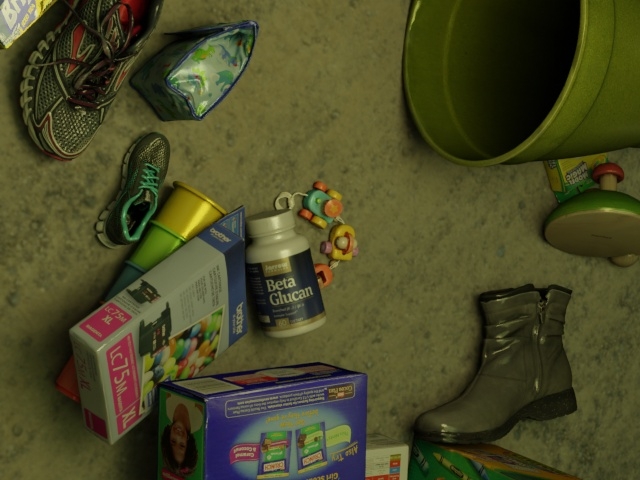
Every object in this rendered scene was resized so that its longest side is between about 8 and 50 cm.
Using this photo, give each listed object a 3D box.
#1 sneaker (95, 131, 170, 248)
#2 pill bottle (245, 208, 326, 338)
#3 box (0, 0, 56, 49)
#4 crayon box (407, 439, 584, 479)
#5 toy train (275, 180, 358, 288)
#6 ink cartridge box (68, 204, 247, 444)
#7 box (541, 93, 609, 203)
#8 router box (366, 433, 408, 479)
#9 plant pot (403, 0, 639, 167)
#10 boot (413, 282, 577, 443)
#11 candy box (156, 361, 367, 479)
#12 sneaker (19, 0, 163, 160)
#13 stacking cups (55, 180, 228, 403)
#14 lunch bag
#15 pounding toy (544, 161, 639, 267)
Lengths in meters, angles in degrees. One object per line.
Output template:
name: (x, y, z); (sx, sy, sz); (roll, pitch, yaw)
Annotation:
sneaker: (-0.233, -0.064, 1.634); (0.065, 0.076, 0.166); (24, 83, -31)
pill bottle: (-0.054, 0.045, 1.739); (0.094, 0.094, 0.169); (-18, 100, -28)
box: (-0.361, -0.314, 1.545); (0.169, 0.054, 0.059); (-49, 116, -17)
crayon box: (0.277, 0.371, 1.865); (0.165, 0.278, 0.081); (12, 90, -31)
toy train: (0.000, 0.000, 1.797); (0.125, 0.046, 0.166); (-23, 107, -27)
ink cartridge box: (-0.185, 0.105, 1.608); (0.311, 0.065, 0.186); (-41, 148, -36)
box: (0.410, -0.159, 2.026); (0.105, 0.043, 0.179); (-29, 111, -25)
router box: (-0.037, 0.448, 1.801); (0.335, 0.082, 0.301); (1, 95, -31)
plant pot: (0.371, -0.270, 1.818); (0.353, 0.366, 0.366); (6, 92, -35)
boot: (0.267, 0.187, 1.951); (0.338, 0.118, 0.222); (-11, 98, -40)
candy box: (-0.075, 0.335, 1.635); (0.268, 0.122, 0.317); (-3, 96, -38)
sneaker: (-0.280, -0.234, 1.533); (0.121, 0.112, 0.299); (6, 114, -44)
stacking cups: (-0.242, 0.075, 1.647); (0.096, 0.096, 0.316); (37, 82, -28)
lunch bag: (-0.159, -0.235, 1.630); (0.151, 0.129, 0.096); (-47, 116, -17)
pounding toy: (0.478, -0.049, 2.020); (0.237, 0.183, 0.110); (20, 63, -32)
